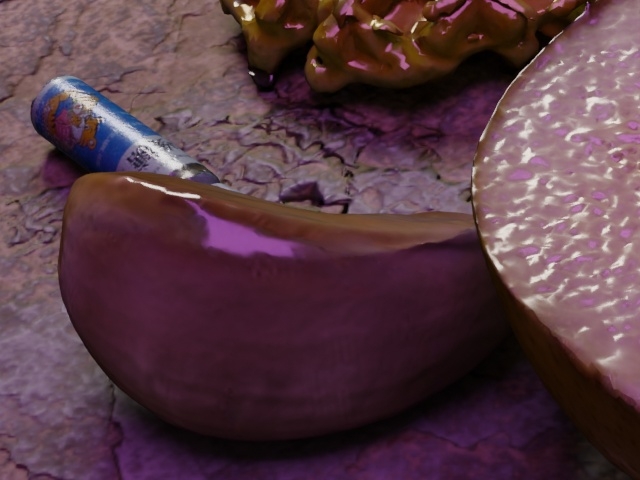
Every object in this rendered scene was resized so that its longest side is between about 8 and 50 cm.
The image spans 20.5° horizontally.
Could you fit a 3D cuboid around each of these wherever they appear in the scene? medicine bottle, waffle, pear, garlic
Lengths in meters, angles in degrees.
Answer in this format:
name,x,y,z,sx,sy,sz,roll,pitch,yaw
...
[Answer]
name,x,y,z,sx,sy,sz,roll,pitch,yaw
medicine bottle,-0.123,-0.052,1.194,0.051,0.051,0.191,-36,50,-26
waffle,0.099,-0.266,1.329,0.379,0.095,0.382,-12,50,0
pear,0.262,0.011,0.962,0.340,0.191,0.386,1,45,16
garlic,0.012,0.009,1.039,0.338,0.151,0.196,-3,44,-1
